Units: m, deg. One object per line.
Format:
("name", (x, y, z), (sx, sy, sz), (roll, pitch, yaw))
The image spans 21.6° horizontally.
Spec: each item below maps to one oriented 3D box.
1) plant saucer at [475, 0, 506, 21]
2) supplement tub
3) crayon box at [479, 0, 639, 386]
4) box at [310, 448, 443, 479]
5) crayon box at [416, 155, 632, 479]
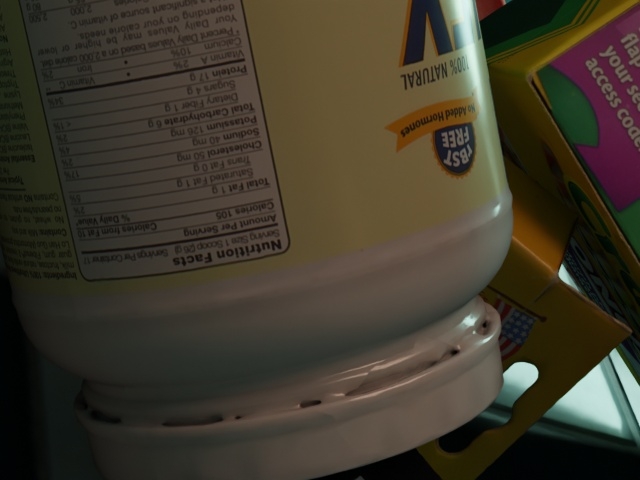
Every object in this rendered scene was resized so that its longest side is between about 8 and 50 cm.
("plant saucer", (0.054, -0.209, 1.421), (0.259, 0.048, 0.258), (21, 37, -27))
("supplement tub", (-0.042, -0.073, 0.764), (0.235, 0.235, 0.325), (-28, 109, -56))
("crayon box", (0.227, 0.014, 1.062), (0.363, 0.106, 0.313), (56, 2, -10))
("box", (-0.027, 0.177, 0.766), (0.093, 0.158, 0.156), (48, 32, 10))
("crayon box", (0.000, 0.000, 0.971), (0.318, 0.202, 0.081), (39, 32, -5))
